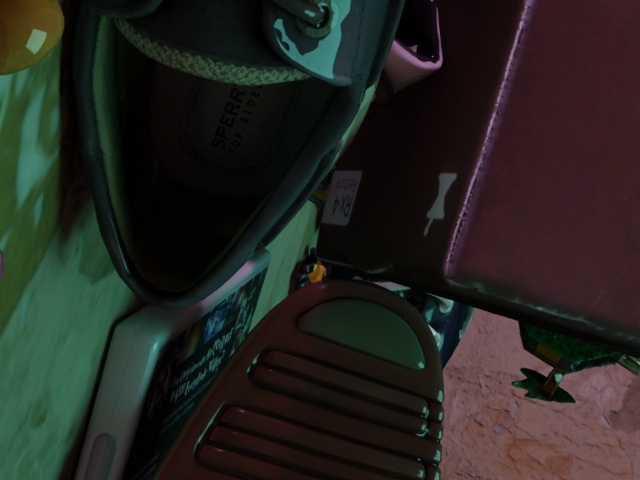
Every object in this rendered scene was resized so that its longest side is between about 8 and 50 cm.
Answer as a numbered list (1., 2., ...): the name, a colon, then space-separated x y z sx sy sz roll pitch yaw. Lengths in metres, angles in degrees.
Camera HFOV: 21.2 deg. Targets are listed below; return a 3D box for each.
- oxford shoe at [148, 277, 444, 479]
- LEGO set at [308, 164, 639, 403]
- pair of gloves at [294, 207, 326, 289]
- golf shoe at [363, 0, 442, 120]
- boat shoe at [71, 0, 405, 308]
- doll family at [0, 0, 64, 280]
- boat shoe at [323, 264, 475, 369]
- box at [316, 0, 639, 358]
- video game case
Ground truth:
1. oxford shoe: -0.052 0.174 0.725 0.348 0.123 0.130 -67 -166 1
2. LEGO set: 0.121 -0.090 0.880 0.192 0.255 0.331 61 52 -80
3. pair of gloves: 0.000 0.000 1.098 0.074 0.010 0.083 23 83 -81
4. golf shoe: -0.007 -0.057 0.625 0.198 0.094 0.077 102 10 -48
5. boat shoe: -0.018 -0.079 0.472 0.285 0.103 0.092 108 1 -55
6. doll family: -0.047 -0.101 0.283 0.263 0.118 0.163 -43 163 -34
7. boat shoe: 0.064 0.029 1.164 0.340 0.127 0.158 98 6 -57
8. box: 0.132 -0.039 0.664 0.168 0.203 0.167 -168 -85 -73
9. video game case: -0.076 0.098 0.770 0.190 0.022 0.173 -39 147 -74
